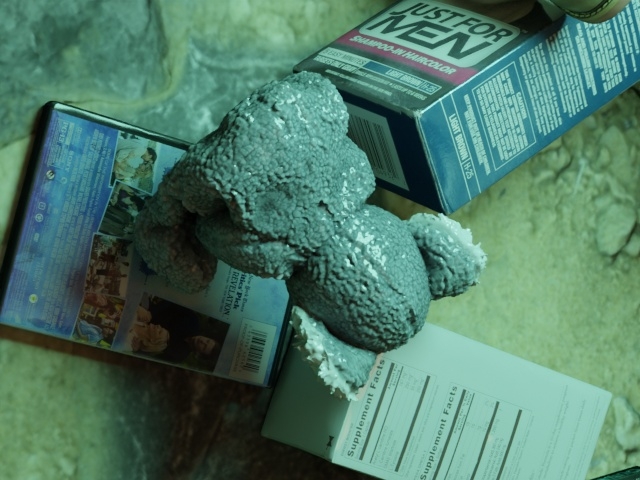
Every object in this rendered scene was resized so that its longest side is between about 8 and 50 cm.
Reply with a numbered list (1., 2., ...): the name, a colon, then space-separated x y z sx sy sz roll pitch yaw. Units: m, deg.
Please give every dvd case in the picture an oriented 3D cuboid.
1. dvd case: -0.128 0.007 1.465 0.253 0.022 0.180 16 84 -28

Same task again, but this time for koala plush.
1. koala plush: 0.000 0.000 1.372 0.196 0.203 0.221 -39 86 -20

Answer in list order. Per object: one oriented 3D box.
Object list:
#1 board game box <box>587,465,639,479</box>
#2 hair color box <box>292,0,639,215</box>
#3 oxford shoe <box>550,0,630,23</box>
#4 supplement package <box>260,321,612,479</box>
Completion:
1. board game box: 0.235 0.292 1.672 0.186 0.026 0.126 -12 98 -27
2. hair color box: 0.167 -0.171 1.519 0.347 0.174 0.105 -35 125 -23
3. oxford shoe: 0.115 -0.329 1.427 0.146 0.140 0.397 -4 54 -41
4. supplement package: 0.098 0.147 1.527 0.244 0.139 0.134 22 84 -28
